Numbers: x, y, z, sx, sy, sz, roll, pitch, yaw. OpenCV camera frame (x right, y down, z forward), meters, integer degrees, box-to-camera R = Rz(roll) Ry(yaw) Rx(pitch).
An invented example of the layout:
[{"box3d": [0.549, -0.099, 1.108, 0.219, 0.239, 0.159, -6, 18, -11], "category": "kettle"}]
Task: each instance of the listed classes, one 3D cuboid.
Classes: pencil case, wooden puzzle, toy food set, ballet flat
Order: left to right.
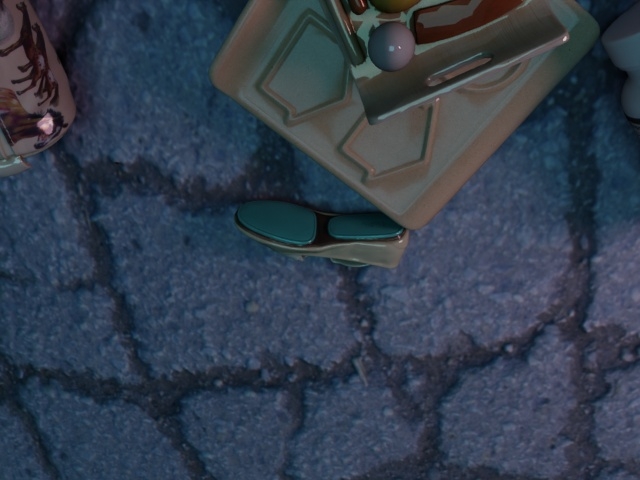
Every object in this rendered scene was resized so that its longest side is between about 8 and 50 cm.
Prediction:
[{"box3d": [-0.410, -0.265, 0.580, 0.160, 0.183, 0.410, -2, 142, 1], "category": "pencil case"}, {"box3d": [0.000, 0.000, 0.768, 0.248, 0.086, 0.086, 7, 116, 5], "category": "ballet flat"}, {"box3d": [0.090, -0.223, 0.649, 0.348, 0.080, 0.322, 34, 116, -13], "category": "wooden puzzle"}, {"box3d": [0.087, -0.292, 0.515, 0.220, 0.092, 0.306, -21, 114, 15], "category": "toy food set"}]

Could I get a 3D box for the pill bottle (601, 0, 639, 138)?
[{"box3d": [0.436, -0.141, 0.580, 0.162, 0.162, 0.278, -34, 105, 22], "category": "pill bottle"}]
